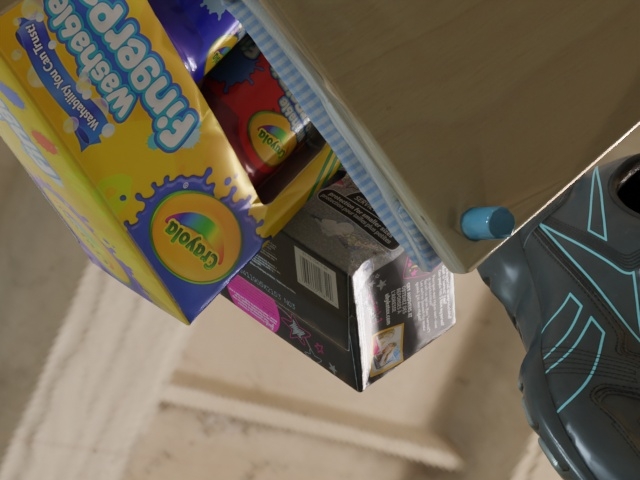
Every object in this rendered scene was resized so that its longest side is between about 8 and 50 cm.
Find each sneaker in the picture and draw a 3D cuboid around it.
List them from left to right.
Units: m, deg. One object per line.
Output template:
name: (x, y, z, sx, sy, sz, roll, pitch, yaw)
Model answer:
sneaker: (0.151, 0.050, 0.773, 0.106, 0.267, 0.101, -36, -53, 16)

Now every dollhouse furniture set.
dollhouse furniture set: (-0.020, -0.107, 0.541, 0.286, 0.198, 0.303, -42, -76, -17)

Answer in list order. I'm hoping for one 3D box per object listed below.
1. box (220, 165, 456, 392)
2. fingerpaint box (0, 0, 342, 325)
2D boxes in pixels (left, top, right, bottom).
box: (0.000, 0.000, 1.573, 0.142, 0.247, 0.163, -34, -42, -29)
fingerpaint box: (-0.117, -0.211, 1.323, 0.371, 0.163, 0.444, -46, -42, -17)
